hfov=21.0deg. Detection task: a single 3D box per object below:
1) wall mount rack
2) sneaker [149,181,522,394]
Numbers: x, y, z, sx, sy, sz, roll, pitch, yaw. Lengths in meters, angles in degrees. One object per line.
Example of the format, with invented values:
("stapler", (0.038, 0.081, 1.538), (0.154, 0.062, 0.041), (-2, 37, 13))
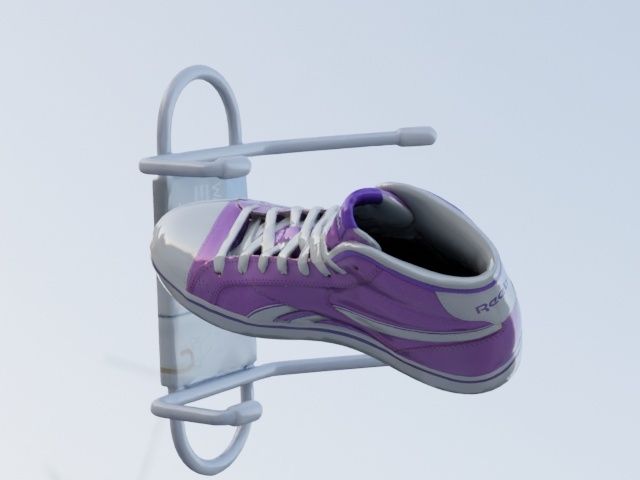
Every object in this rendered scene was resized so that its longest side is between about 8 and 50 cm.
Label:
("wall mount rack", (-0.026, 0.023, 1.469), (0.130, 0.350, 0.304), (3, 10, 35))
("sneaker", (0.001, -0.001, 1.161), (0.282, 0.102, 0.161), (13, -28, 20))
